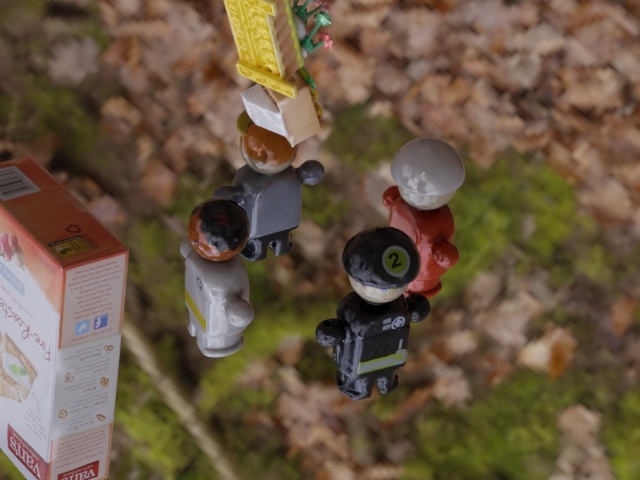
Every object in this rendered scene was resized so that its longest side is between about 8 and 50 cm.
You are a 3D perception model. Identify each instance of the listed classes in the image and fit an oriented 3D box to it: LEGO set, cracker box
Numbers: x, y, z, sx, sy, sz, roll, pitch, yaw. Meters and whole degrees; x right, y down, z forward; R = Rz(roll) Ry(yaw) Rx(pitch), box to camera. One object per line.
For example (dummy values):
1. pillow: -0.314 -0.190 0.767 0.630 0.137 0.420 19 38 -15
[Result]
1. LEGO set: -0.048 -0.195 1.220 0.287 0.107 0.132 49 154 -25
2. cracker box: -0.229 0.071 1.551 0.156 0.067 0.232 40 134 39

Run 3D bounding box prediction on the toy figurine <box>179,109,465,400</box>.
1. toy figurine: 0.000 0.000 1.519 0.210 0.213 0.148 16 129 13
